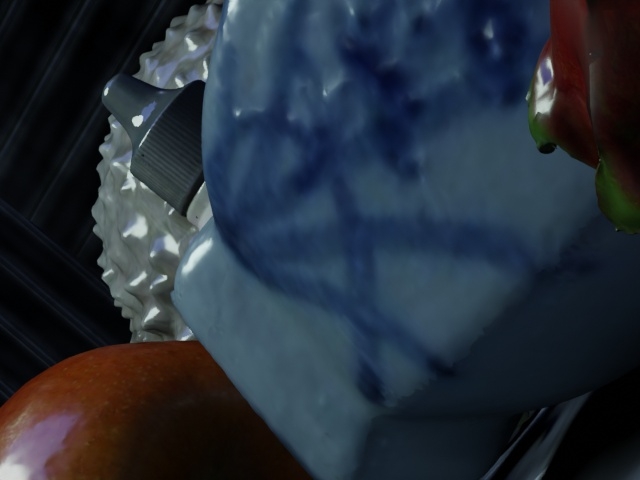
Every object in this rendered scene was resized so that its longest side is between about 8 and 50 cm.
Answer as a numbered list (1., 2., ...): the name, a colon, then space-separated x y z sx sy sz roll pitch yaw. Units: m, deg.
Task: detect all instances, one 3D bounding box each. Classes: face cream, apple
1. face cream: 0.000 0.000 0.895 0.092 0.311 0.092 -52 -5 -6
2. apple: -0.092 0.181 0.892 0.272 0.251 0.206 -32 2 -39

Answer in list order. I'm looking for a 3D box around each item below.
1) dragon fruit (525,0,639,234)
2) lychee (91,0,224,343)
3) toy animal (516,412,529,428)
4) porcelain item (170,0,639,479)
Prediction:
1. dragon fruit: 0.124 -0.067 0.310 0.137 0.135 0.236 -45 11 -20
2. lychee: 0.016 -0.025 1.168 0.380 0.380 0.432 -54 25 16
3. toy animal: 0.047 0.124 0.776 0.241 0.057 0.099 -59 3 -37
4. porcelain item: 0.083 -0.080 0.573 0.178 0.242 0.405 -22 -28 -44
